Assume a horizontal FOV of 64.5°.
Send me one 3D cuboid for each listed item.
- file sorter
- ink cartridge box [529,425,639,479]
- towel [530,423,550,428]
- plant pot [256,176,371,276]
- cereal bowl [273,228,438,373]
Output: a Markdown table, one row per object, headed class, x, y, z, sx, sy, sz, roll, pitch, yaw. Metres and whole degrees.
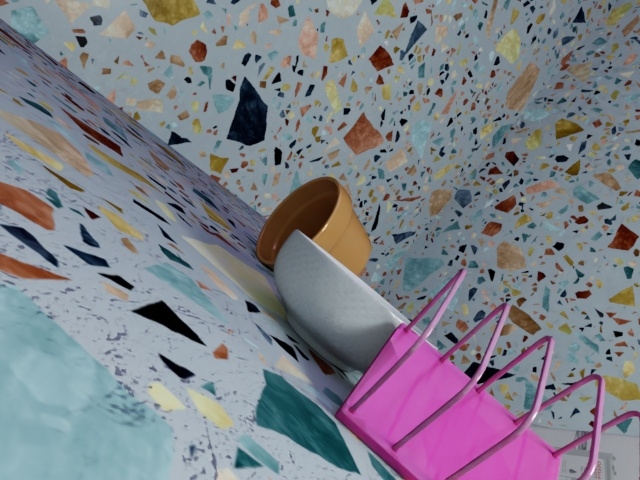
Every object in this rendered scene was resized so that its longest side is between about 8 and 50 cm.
| class | x | y | z | sx | sy | sz | roll | pitch | yaw |
| --- | --- | --- | --- | --- | --- | --- | --- | --- | --- |
| file sorter | 0.214 | 0.208 | 0.621 | 0.291 | 0.182 | 0.202 | 40 | 39 | 9 |
| ink cartridge box | 0.471 | 0.403 | 0.874 | 0.207 | 0.117 | 0.283 | 30 | -29 | -35 |
| towel | 0.531 | 0.475 | 1.230 | 0.317 | 0.053 | 0.332 | 21 | -15 | -34 |
| plant pot | 0.000 | 0.000 | 1.370 | 0.203 | 0.291 | 0.291 | 43 | -1 | -30 |
| cereal bowl | 0.041 | 0.136 | 0.935 | 0.339 | 0.141 | 0.339 | 40 | 2 | -2 |
